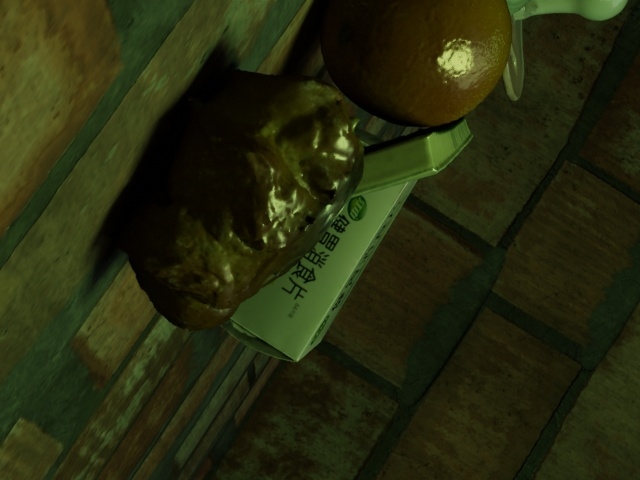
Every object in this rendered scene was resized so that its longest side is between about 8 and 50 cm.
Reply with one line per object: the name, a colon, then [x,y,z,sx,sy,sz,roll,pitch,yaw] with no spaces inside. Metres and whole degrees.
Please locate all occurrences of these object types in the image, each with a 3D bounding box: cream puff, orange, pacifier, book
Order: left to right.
cream puff: [-0.061,-0.039,1.241,0.269,0.155,0.241,-59,174,34]
book: [0.026,-0.077,1.588,0.260,0.043,0.371,-15,-175,14]
orange: [0.097,-0.213,1.485,0.206,0.206,0.206,-57,175,-9]
pacifier: [0.311,-0.377,2.192,0.220,0.273,0.332,139,-42,-62]

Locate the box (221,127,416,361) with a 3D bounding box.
box: [-0.001,0.002,2.072,0.332,0.145,0.173,-59,172,11]

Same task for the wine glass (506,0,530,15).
wine glass: [0.200,-0.338,1.559,0.143,0.143,0.321,-57,178,-14]
